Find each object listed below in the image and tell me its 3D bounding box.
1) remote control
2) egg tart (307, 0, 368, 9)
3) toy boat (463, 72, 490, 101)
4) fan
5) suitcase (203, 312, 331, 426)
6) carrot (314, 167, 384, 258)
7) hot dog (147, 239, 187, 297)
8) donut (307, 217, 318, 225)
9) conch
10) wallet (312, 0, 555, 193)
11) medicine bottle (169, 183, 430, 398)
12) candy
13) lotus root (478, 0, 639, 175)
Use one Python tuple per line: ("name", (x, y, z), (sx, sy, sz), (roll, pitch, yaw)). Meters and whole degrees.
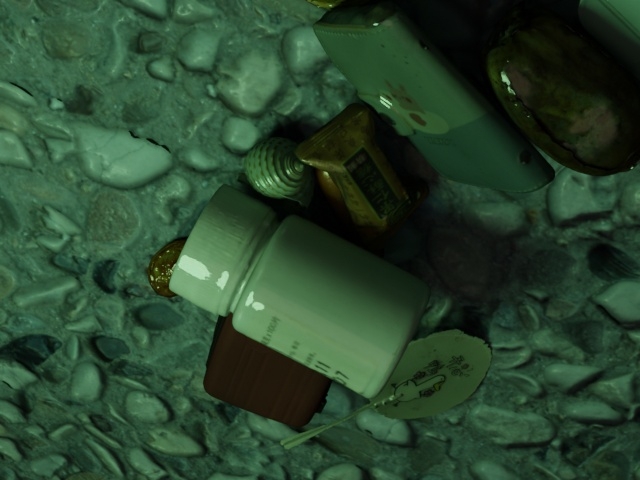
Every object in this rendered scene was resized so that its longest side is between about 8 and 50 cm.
("remote control", (0.446, -0.271, 1.624), (0.247, 0.052, 0.104), (36, 141, -25))
("egg tart", (0.003, -0.390, 1.654), (0.191, 0.074, 0.191), (10, 133, 11))
("toy boat", (0.226, -0.210, 1.775), (0.038, 0.038, 0.083), (-24, 120, 33))
("fan", (0.118, 0.285, 2.162), (0.414, 0.012, 0.233), (-28, 134, 8))
("suitcase", (-0.070, 0.176, 2.133), (0.236, 0.161, 0.297), (21, 136, -3))
("carrot", (0.047, -0.057, 1.951), (0.067, 0.067, 0.225), (-6, 130, 22))
("hot dog", (-0.233, 0.048, 2.134), (0.147, 0.065, 0.099), (-22, 122, 19))
("donut", (0.000, 0.000, 2.038), (0.083, 0.038, 0.067), (13, 132, -2))
("conch", (-0.061, -0.103, 1.914), (0.135, 0.102, 0.153), (48, 171, -17))
("wallet", (0.147, -0.197, 1.711), (0.360, 0.083, 0.252), (43, 166, -25))
("medicine bottle", (-0.032, 0.078, 1.901), (0.371, 0.211, 0.211), (27, 134, 3))
("candy", (0.074, -0.095, 1.847), (0.143, 0.101, 0.271), (-40, 135, -1))
("lotus root", (0.336, -0.200, 1.661), (0.275, 0.152, 0.160), (39, 91, -16))
